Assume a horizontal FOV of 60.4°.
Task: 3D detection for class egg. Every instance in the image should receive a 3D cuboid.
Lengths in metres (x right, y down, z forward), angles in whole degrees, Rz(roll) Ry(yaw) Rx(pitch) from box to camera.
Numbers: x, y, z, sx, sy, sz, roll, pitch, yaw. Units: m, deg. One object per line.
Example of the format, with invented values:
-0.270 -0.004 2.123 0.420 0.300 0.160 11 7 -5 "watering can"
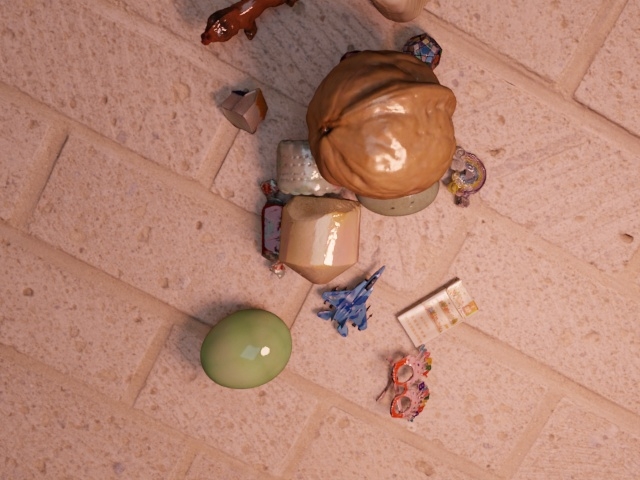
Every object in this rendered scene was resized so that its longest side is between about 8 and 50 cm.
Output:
0.211 -0.151 1.525 0.236 0.169 0.169 0 99 0 "egg"
-0.212 0.311 1.571 0.269 0.220 0.220 -24 99 13 "egg"

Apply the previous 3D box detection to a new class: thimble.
-0.016 -0.203 1.509 0.211 0.185 0.149 -2 100 -9 "thimble"

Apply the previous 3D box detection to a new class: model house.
-0.207 -0.372 1.538 0.100 0.088 0.100 28 73 26 "model house"

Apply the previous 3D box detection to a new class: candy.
-0.132 -0.031 1.598 0.086 0.059 0.292 -1 100 -3 "candy"

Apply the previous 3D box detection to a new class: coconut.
0.000 0.000 1.518 0.239 0.239 0.244 5 95 -1 "coconut"

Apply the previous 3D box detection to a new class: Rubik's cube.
0.278 -0.510 1.507 0.111 0.111 0.093 43 121 -6 "Rubik's cube"

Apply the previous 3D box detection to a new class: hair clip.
0.423 -0.181 1.589 0.116 0.049 0.172 10 91 -15 "hair clip"

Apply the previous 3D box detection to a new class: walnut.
0.149 -0.273 1.308 0.381 0.381 0.381 0 99 0 "walnut"

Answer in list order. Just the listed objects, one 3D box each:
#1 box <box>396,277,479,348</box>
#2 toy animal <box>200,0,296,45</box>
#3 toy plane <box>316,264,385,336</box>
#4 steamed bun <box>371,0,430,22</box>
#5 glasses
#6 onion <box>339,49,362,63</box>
0.354 0.220 1.654 0.220 0.032 0.122 -32 99 4 "box"
-0.184 -0.611 1.457 0.312 0.157 0.097 -34 99 6 "toy animal"
0.107 0.165 1.625 0.169 0.078 0.246 39 90 -6 "toy plane"
0.238 -0.771 1.392 0.236 0.247 0.383 40 103 5 "steamed bun"
0.263 0.436 1.674 0.162 0.095 0.256 -4 107 -26 "glasses"
0.143 -0.436 1.519 0.206 0.151 0.098 34 132 3 "onion"
